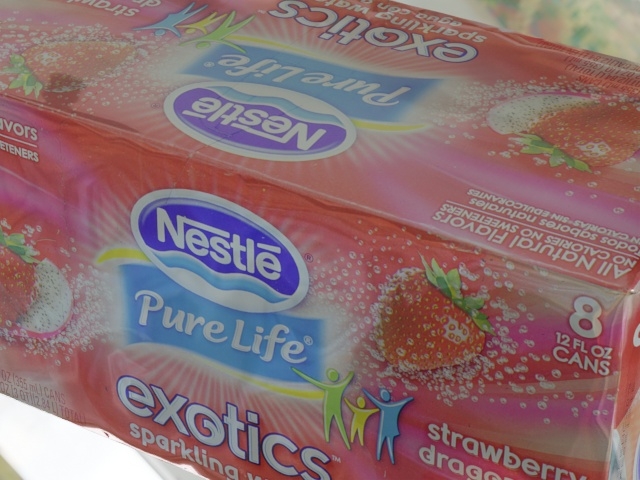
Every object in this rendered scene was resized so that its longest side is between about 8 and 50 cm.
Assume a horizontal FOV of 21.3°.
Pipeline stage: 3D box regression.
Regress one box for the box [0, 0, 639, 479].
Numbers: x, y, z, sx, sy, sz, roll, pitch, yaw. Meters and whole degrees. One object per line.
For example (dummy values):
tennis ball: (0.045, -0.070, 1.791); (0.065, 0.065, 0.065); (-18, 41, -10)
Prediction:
box: (0.000, 0.000, 0.648); (0.142, 0.300, 0.154); (-42, 143, -46)
